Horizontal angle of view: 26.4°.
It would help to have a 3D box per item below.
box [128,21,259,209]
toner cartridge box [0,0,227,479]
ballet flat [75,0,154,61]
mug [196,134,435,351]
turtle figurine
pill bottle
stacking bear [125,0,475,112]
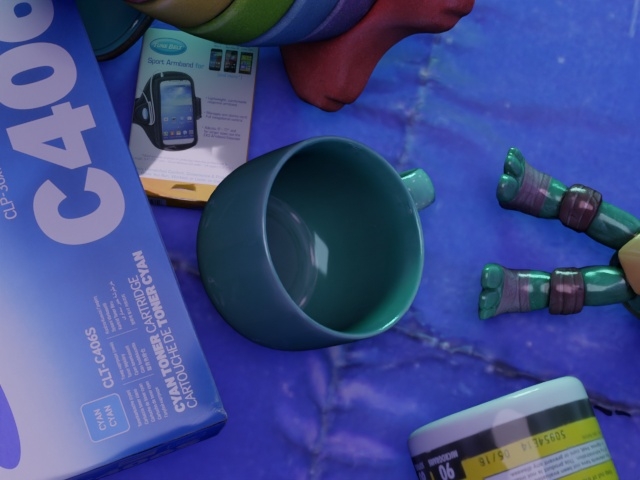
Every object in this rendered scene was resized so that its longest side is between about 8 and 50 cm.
[{"bbox_3d":[-0.086,-0.089,0.933,0.081,0.028,0.136,7,74,-3],"label":"box"},{"bbox_3d":[-0.192,-0.023,0.814,0.165,0.075,0.347,-19,80,-13],"label":"toner cartridge box"},{"bbox_3d":[-0.126,-0.261,0.923,0.095,0.096,0.280,11,102,-6],"label":"ballet flat"},{"bbox_3d":[-0.003,0.008,0.875,0.158,0.097,0.129,12,72,-38],"label":"mug"},{"bbox_3d":[0.227,0.015,0.886,0.234,0.118,0.175,8,61,13],"label":"turtle figurine"},{"bbox_3d":[0.140,0.198,0.833,0.119,0.119,0.208,-18,78,-8],"label":"pill bottle"},{"bbox_3d":[-0.074,-0.192,0.813,0.289,0.175,0.164,3,64,-41],"label":"stacking bear"}]
